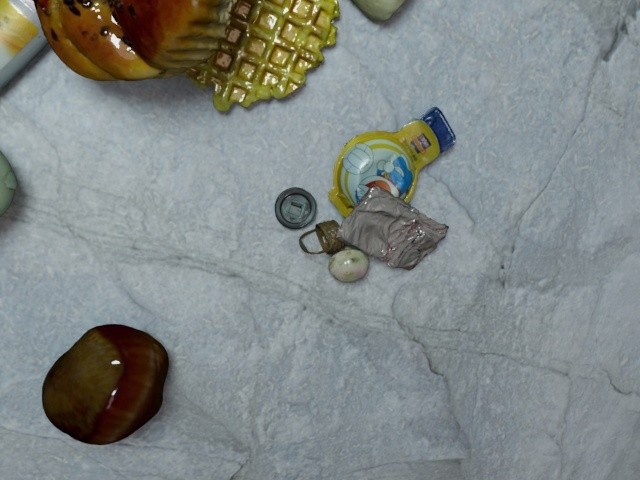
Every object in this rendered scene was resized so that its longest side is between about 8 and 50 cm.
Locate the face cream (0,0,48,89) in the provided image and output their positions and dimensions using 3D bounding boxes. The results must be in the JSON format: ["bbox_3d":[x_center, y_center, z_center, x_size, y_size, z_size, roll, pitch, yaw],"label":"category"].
[{"bbox_3d":[-0.508,-0.318,0.826,0.269,0.073,0.107,-44,118,3],"label":"face cream"}]

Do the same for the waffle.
[{"bbox_3d":[-0.131,-0.388,0.889,0.307,0.060,0.311,-34,112,-1],"label":"waffle"}]

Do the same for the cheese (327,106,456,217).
[{"bbox_3d":[0.135,-0.147,1.012,0.270,0.069,0.177,-37,112,1],"label":"cheese"}]

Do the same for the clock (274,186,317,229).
[{"bbox_3d":[-0.049,-0.063,1.029,0.085,0.017,0.085,-3,108,-10],"label":"clock"}]

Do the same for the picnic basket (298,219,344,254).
[{"bbox_3d":[0.000,0.000,1.031,0.083,0.072,0.071,-21,111,-16],"label":"picnic basket"}]

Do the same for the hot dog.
[{"bbox_3d":[-0.264,-0.401,0.692,0.196,0.368,0.365,-27,108,-49],"label":"hot dog"}]

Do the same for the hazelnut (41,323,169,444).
[{"bbox_3d":[-0.394,0.274,0.980,0.230,0.229,0.229,-3,108,-11],"label":"hazelnut"}]

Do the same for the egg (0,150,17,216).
[{"bbox_3d":[-0.610,-0.106,0.810,0.253,0.186,0.186,17,103,-16],"label":"egg"}]

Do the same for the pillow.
[{"bbox_3d":[0.146,-0.012,1.027,0.248,0.049,0.135,25,117,-37],"label":"pillow"}]

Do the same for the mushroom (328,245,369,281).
[{"bbox_3d":[0.057,0.047,1.060,0.084,0.067,0.083,-4,143,-3],"label":"mushroom"}]

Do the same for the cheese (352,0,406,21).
[{"bbox_3d":[0.064,-0.507,0.868,0.263,0.093,0.159,36,91,-21],"label":"cheese"}]
